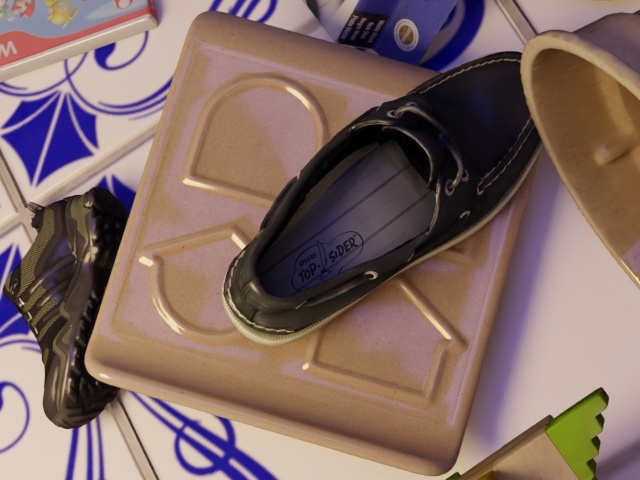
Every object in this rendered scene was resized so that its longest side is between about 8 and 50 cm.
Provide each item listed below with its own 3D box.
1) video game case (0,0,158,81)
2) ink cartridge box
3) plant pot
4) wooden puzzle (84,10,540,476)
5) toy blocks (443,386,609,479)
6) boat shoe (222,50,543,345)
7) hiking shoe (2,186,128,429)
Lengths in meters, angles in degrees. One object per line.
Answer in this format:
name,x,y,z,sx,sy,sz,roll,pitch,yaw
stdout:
video game case,-0.283,-0.315,1.561,0.204,0.025,0.285,-17,71,13
ink cartridge box,0.046,-0.289,1.364,0.224,0.045,0.223,53,135,24
plant pot,0.371,-0.100,1.146,0.305,0.334,0.334,-36,67,-6
wooden puzzle,0.000,0.000,1.315,0.322,0.080,0.348,16,75,3
toy blocks,0.131,0.324,1.155,0.381,0.191,0.261,-36,85,10
boat shoe,0.061,-0.049,1.229,0.340,0.113,0.127,-34,79,-10
hiking shoe,-0.239,0.066,1.419,0.114,0.086,0.227,-8,66,30
